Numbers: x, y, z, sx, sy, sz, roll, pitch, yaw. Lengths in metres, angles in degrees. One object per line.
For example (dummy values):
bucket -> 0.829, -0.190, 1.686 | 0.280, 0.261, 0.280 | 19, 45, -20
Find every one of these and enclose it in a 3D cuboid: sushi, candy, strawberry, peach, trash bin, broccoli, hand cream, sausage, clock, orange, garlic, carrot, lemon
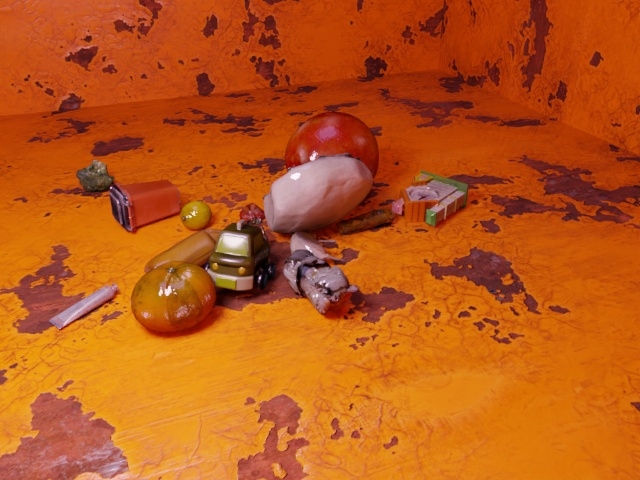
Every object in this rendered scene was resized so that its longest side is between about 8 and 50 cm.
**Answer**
sushi -> -0.015, 0.119, 1.653 | 0.124, 0.129, 0.332 | -20, 35, -29
candy -> 0.002, -0.152, 1.932 | 0.427, 0.386, 0.186 | -18, 74, -32
strawberry -> -0.266, -0.111, 2.132 | 0.104, 0.048, 0.152 | -1, 34, -8
peach -> 0.038, -0.334, 2.199 | 0.389, 0.388, 0.388 | -1, 31, 0
trash bin -> -0.665, -0.142, 2.091 | 0.239, 0.161, 0.184 | -17, 34, -31
broccoli -> -0.965, -0.272, 2.353 | 0.162, 0.137, 0.146 | 25, -4, -43
hand cream -> -0.702, 0.195, 1.638 | 0.067, 0.043, 0.210 | 22, 43, 36
sausage -> -0.430, 0.042, 1.815 | 0.112, 0.112, 0.328 | 20, 39, 31
clock -> 0.416, -0.160, 2.135 | 0.220, 0.106, 0.255 | 23, 39, 35
orange -> -0.421, 0.155, 1.563 | 0.240, 0.171, 0.240 | -1, 31, 1
garlic -> -0.026, 0.031, 1.851 | 0.129, 0.090, 0.198 | -7, 24, -34
carrot -> 0.169, -0.069, 2.037 | 0.229, 0.068, 0.069 | -16, 34, -21
lemon -> -0.468, -0.094, 2.048 | 0.109, 0.109, 0.133 | 13, 19, 22

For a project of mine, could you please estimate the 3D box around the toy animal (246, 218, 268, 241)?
toy animal -> -0.278, -0.004, 1.925 | 0.179, 0.089, 0.188 | -18, 37, 0

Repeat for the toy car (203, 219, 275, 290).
toy car -> -0.249, 0.032, 1.713 | 0.204, 0.198, 0.248 | 9, 17, 10

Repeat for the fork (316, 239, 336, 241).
fork -> 0.000, 0.001, 1.970 | 0.115, 0.012, 0.016 | 3, 34, -3
